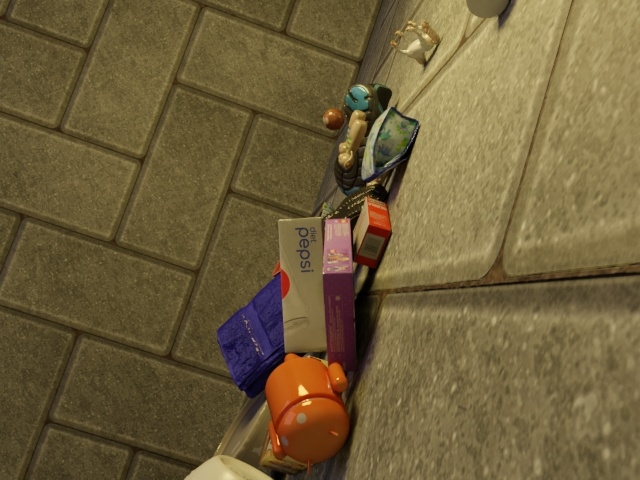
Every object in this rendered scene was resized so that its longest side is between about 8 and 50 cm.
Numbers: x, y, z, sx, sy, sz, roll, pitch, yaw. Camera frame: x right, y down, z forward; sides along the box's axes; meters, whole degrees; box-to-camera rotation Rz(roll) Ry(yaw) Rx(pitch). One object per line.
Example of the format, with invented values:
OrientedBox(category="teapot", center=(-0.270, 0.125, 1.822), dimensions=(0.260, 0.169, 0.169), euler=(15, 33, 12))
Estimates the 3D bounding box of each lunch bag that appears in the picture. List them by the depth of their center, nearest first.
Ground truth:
OrientedBox(category="lunch bag", center=(0.144, -0.202, 1.412), dimensions=(0.151, 0.096, 0.129), euler=(-62, 5, -7))

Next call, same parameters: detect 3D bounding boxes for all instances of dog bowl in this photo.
OrientedBox(category="dog bowl", center=(-0.171, 0.517, 1.659), dimensions=(0.349, 0.102, 0.349), euler=(-55, 5, 8))

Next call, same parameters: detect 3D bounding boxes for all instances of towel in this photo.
OrientedBox(category="towel", center=(-0.130, 0.228, 1.641), dimensions=(0.308, 0.076, 0.228), euler=(-42, 58, 15))

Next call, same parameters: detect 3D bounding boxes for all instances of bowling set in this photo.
OrientedBox(category="bowling set", center=(0.089, -0.243, 1.625), dimensions=(0.287, 0.200, 0.154), euler=(-74, 3, -66))

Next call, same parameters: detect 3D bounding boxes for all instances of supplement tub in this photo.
OrientedBox(category="supplement tub", center=(0.268, -0.413, 1.025), dimensions=(0.107, 0.071, 0.071), euler=(-75, 7, -46))

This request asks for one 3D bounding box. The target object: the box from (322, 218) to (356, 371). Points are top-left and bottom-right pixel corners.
OrientedBox(category="box", center=(0.039, 0.097, 1.264), dimensions=(0.293, 0.057, 0.201), euler=(-85, -7, -70))

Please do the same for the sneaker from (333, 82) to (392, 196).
OrientedBox(category="sneaker", center=(0.134, -0.280, 1.823), dimensions=(0.139, 0.125, 0.341), euler=(-22, -47, -44))

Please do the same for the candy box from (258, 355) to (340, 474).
OrientedBox(category="candy box", center=(-0.045, 0.377, 1.338), dimensions=(0.316, 0.087, 0.183), euler=(121, 167, -61))

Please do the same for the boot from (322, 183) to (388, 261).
OrientedBox(category="boot", center=(0.092, -0.033, 1.506), dimensions=(0.198, 0.137, 0.077), euler=(-34, 38, 6))

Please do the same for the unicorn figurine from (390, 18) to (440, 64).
OrientedBox(category="unicorn figurine", center=(0.229, -0.467, 1.524), dimensions=(0.060, 0.111, 0.162), euler=(-61, 19, -4))

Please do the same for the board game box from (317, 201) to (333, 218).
OrientedBox(category="board game box", center=(-0.006, 0.010, 2.079), dimensions=(0.194, 0.060, 0.194), euler=(116, 171, -49))

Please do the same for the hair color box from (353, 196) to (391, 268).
OrientedBox(category="hair color box", center=(0.108, -0.020, 1.363), dimensions=(0.167, 0.053, 0.093), euler=(-87, 15, -66))

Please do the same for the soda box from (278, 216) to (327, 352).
OrientedBox(category="soda box", center=(-0.034, 0.097, 1.378), dimensions=(0.091, 0.098, 0.286), euler=(61, -154, -81))

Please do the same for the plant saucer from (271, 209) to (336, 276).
OrientedBox(category="plant saucer", center=(0.000, 0.000, 1.777), dimensions=(0.258, 0.048, 0.259), euler=(-33, 12, 19))

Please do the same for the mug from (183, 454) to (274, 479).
OrientedBox(category="mug", center=(-0.201, 0.617, 1.272), dimensions=(0.328, 0.276, 0.374), euler=(-61, -17, -10))

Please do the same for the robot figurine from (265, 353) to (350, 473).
OrientedBox(category="robot figurine", center=(-0.023, 0.288, 1.096), dimensions=(0.219, 0.158, 0.128), euler=(-119, 14, -59))
